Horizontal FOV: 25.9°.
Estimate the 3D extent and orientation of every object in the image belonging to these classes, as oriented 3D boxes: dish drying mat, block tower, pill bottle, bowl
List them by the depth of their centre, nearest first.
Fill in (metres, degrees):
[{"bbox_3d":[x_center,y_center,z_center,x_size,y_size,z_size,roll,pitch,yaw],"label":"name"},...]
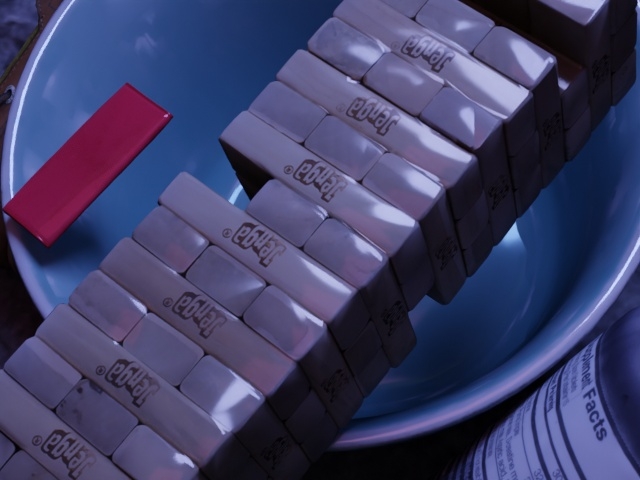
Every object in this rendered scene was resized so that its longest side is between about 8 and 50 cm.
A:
[{"bbox_3d":[0.000,0.000,0.551,0.091,0.097,0.335,35,77,24],"label":"block tower"},{"bbox_3d":[0.128,0.113,0.570,0.245,0.130,0.130,-45,58,29],"label":"pill bottle"},{"bbox_3d":[-0.106,-0.035,0.637,0.032,0.008,0.083,36,75,24],"label":"dish drying mat"},{"bbox_3d":[0.016,-0.023,0.702,0.312,0.163,0.311,-4,65,9],"label":"bowl"}]

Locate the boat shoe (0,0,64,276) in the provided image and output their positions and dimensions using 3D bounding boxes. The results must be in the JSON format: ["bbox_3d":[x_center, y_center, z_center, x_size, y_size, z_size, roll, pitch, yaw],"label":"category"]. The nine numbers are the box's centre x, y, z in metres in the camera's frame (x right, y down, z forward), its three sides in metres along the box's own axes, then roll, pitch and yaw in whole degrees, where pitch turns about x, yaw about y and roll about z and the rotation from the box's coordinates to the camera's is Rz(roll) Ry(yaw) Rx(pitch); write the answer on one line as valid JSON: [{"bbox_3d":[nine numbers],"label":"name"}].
[{"bbox_3d":[-0.118,-0.121,0.805,0.104,0.110,0.307,25,72,20],"label":"boat shoe"}]
